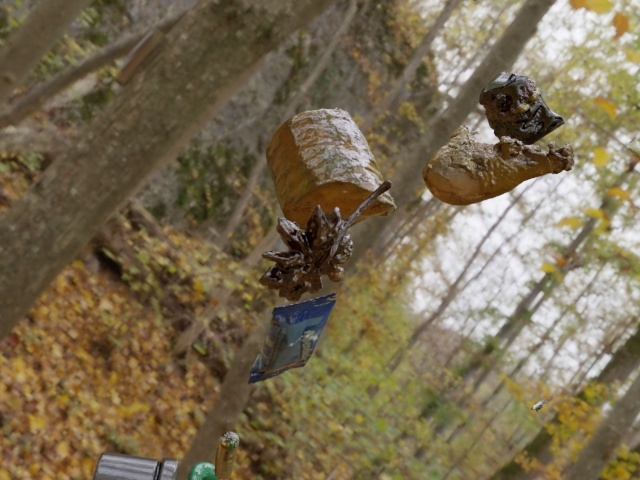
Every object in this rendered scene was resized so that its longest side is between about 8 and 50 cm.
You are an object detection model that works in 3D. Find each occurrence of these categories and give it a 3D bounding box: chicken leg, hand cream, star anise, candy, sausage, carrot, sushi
[{"bbox_3d":[0.246,-0.109,1.225,0.207,0.101,0.085,-10,-40,12],"label":"chicken leg"},{"bbox_3d":[0.704,-0.177,1.894,0.102,0.035,0.022,48,-17,7],"label":"hand cream"},{"bbox_3d":[0.000,-0.003,1.324,0.177,0.234,0.073,12,19,-47],"label":"star anise"},{"bbox_3d":[-0.076,0.257,2.278,0.077,0.187,0.331,60,-34,31],"label":"candy"},{"bbox_3d":[-0.152,0.347,1.406,0.033,0.033,0.269,38,-25,10],"label":"sausage"},{"bbox_3d":[0.016,-0.136,1.971,0.241,0.241,0.341,58,9,-55],"label":"carrot"},{"bbox_3d":[0.478,-0.339,2.189,0.150,0.153,0.172,53,6,-34],"label":"sushi"}]

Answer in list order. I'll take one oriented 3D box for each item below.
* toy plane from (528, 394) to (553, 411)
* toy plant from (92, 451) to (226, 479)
[{"bbox_3d":[0.570,0.430,2.292,0.024,0.078,0.084,57,30,3],"label":"toy plane"},{"bbox_3d":[-0.362,0.633,2.169,0.400,0.185,0.279,16,10,-7],"label":"toy plant"}]
